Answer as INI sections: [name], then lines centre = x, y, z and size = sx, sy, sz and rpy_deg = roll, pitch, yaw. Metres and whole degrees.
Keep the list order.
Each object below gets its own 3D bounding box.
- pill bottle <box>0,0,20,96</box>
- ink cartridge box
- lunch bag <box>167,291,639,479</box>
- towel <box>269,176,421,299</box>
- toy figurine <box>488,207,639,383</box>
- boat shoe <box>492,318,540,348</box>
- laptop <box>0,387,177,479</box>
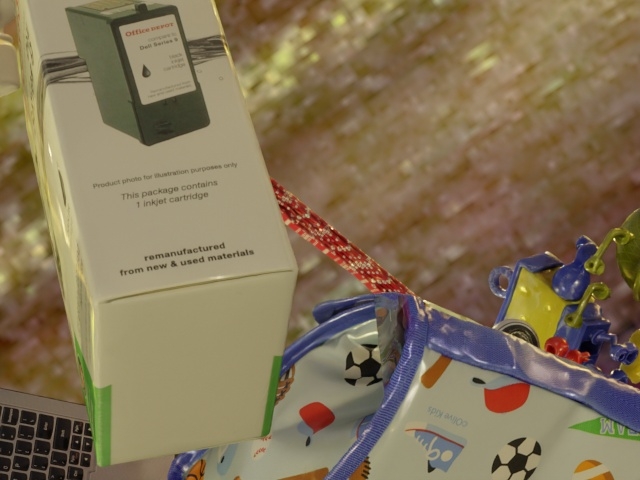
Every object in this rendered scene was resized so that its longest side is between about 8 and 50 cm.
[pill bottle]
centre = -0.370, -0.270, 1.630
size = 0.160, 0.283, 0.160
rpy_deg = -10, -2, 0
[ink cartridge box]
centre = -0.114, -0.035, 1.120
size = 0.121, 0.289, 0.211
rpy_deg = -10, -33, -13
[lunch bag]
centre = 0.094, 0.213, 1.492
size = 0.385, 0.328, 0.239
rpy_deg = -48, 32, 37
[towel]
centre = 0.000, 0.000, 2.063
size = 0.031, 0.275, 0.199
rpy_deg = -52, 5, -3
[toy figurine]
centre = 0.262, 0.073, 2.010
size = 0.191, 0.362, 0.217
rpy_deg = -9, 36, -38
[boat shoe]
centre = 0.184, 0.194, 1.904
size = 0.228, 0.080, 0.076
rpy_deg = -64, 5, -4
[laptop]
centre = -0.345, 0.266, 2.007
size = 0.236, 0.408, 0.382
rpy_deg = 116, 162, -45
